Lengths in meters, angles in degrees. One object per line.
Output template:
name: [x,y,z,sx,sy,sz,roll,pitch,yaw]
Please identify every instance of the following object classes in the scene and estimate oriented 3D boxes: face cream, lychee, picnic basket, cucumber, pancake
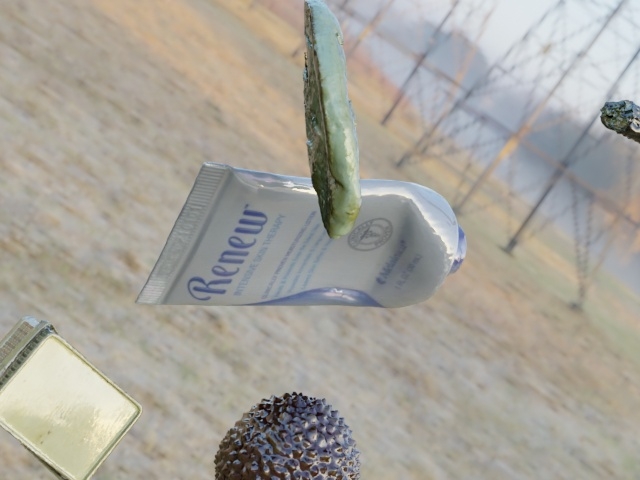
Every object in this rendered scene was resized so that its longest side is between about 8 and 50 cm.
face cream: [0.000,0.000,1.646,0.420,0.235,0.137,3,46,-32]
lychee: [-0.037,0.263,1.525,0.188,0.188,0.188,35,6,-4]
picnic basket: [-0.282,0.168,1.411,0.164,0.115,0.079,49,-16,-31]
cucumber: [0.463,-0.144,1.840,0.181,0.053,0.053,23,11,-27]
pancake: [0.008,-0.124,1.394,0.037,0.253,0.253,-7,14,-6]
